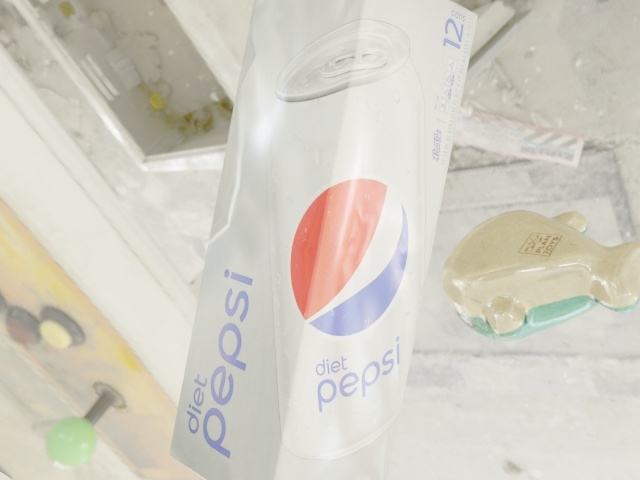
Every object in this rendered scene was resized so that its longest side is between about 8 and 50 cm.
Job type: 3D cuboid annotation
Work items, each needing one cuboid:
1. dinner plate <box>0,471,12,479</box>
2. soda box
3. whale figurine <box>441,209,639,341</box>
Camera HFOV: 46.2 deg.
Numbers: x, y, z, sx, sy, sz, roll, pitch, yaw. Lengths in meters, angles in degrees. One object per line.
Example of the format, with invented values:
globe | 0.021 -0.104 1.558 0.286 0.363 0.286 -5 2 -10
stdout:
dinner plate | -0.418 0.331 0.874 0.141 0.141 0.017 54 164 -21
soda box | 0.000 0.000 0.425 0.098 0.091 0.286 15 95 46
whale figurine | 0.285 0.056 0.935 0.272 0.216 0.141 1 130 48
